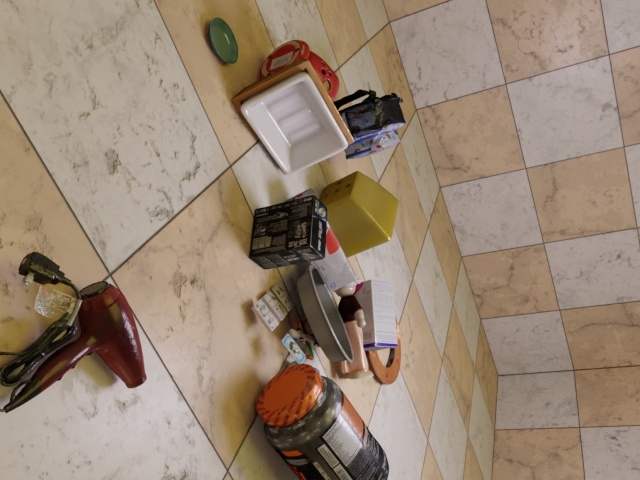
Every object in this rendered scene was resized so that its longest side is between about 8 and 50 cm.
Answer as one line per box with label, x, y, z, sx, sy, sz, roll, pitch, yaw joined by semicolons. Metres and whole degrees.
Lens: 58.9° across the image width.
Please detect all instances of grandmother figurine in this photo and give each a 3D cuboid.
grandmother figurine;0.093;0.249;1.748;0.104;0.208;0.342;-4;78;-23

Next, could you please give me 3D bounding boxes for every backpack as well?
backpack;0.141;-0.394;1.956;0.276;0.263;0.213;-20;104;-60

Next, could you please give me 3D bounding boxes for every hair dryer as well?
hair dryer;-0.386;0.166;0.888;0.293;0.080;0.224;37;63;-47

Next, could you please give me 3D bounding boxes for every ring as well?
ring;0.227;0.360;2.094;0.336;0.032;0.337;38;46;-54

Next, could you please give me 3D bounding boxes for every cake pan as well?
cake pan;0.010;0.209;1.570;0.293;0.054;0.293;-24;90;-84

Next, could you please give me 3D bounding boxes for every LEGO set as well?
LEGO set;-0.078;0.241;1.449;0.244;0.060;0.182;52;21;-3

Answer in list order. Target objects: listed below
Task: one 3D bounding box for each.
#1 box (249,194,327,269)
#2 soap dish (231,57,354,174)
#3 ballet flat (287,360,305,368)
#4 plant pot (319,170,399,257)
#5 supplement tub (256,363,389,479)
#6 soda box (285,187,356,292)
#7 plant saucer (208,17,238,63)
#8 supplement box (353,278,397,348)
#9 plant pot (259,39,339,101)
box;-0.079;-0.019;1.437;0.077;0.180;0.147;42;43;-50
soap dish;-0.070;-0.339;1.558;0.291;0.229;0.118;54;19;-42
ballet flat;-0.018;0.428;1.493;0.248;0.086;0.086;67;28;-20
plant pot;0.106;-0.097;1.848;0.187;0.212;0.212;50;36;-25
supplement tub;0.005;0.470;1.355;0.338;0.207;0.207;57;32;-21
soda box;0.000;0.000;1.627;0.286;0.091;0.098;63;4;-15
plant saucer;-0.254;-0.511;1.462;0.119;0.021;0.119;34;51;-56
supplement box;0.175;0.252;1.901;0.114;0.111;0.220;11;68;-39
plant pot;-0.066;-0.471;1.647;0.174;0.191;0.191;45;41;-42
